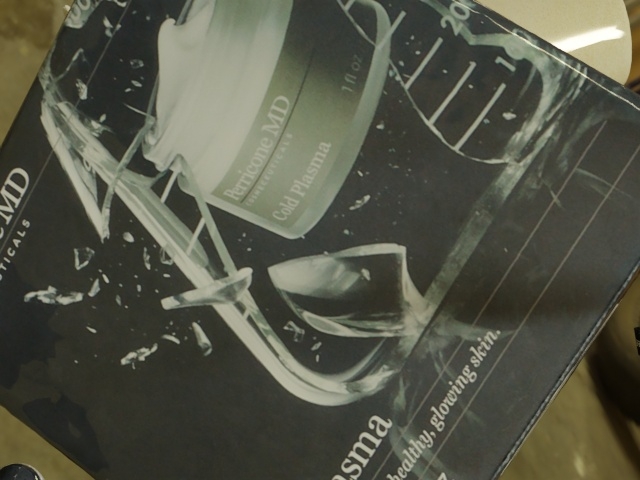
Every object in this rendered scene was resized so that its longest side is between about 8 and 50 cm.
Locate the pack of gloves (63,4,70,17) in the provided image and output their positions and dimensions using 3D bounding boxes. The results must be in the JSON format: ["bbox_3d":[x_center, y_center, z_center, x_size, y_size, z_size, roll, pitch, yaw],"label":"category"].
[{"bbox_3d":[-0.242,-0.210,1.491,0.232,0.046,0.195,43,-14,5],"label":"pack of gloves"}]

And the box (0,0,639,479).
[{"bbox_3d":[0.000,0.000,0.940,0.472,0.479,0.297,34,13,15],"label":"box"}]

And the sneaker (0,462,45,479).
[{"bbox_3d":[-0.360,0.334,1.161,0.153,0.099,0.282,89,7,-48],"label":"sneaker"}]

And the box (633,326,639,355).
[{"bbox_3d":[0.232,0.055,0.638,0.067,0.083,0.018,-62,142,-88],"label":"box"}]

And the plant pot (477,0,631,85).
[{"bbox_3d":[0.190,-0.206,1.216,0.256,0.274,0.256,169,-90,-88],"label":"plant pot"}]
